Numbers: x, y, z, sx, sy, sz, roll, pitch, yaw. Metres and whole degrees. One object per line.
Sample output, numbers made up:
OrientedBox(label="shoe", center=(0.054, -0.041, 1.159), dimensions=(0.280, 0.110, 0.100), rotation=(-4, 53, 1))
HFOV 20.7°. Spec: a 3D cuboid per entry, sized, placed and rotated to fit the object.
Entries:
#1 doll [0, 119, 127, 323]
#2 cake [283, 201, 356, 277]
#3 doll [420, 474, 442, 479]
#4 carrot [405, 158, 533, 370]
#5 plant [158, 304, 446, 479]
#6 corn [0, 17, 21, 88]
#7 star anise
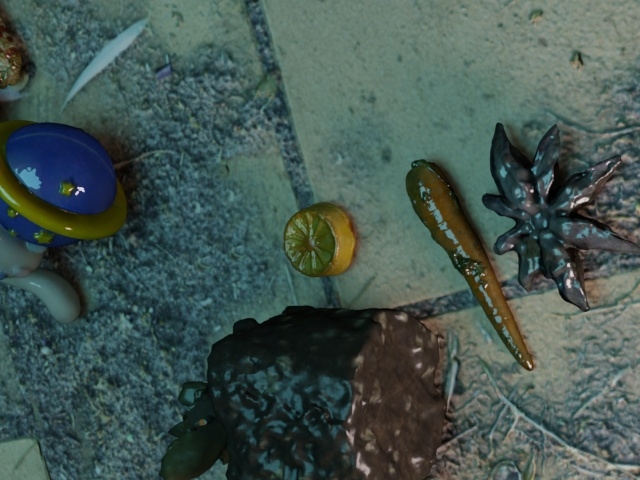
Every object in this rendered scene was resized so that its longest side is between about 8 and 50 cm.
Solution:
OrientedBox(label="doll", center=(-0.378, -0.063, 2.083), dimensions=(0.242, 0.311, 0.160), rotation=(-45, 28, 47))
OrientedBox(label="cake", center=(0.000, 0.000, 1.941), dimensions=(0.084, 0.044, 0.084), rotation=(6, 100, 34))
OrientedBox(label="doll", center=(0.106, 0.379, 1.890), dimensions=(0.237, 0.111, 0.252), rotation=(3, 90, 32))
OrientedBox(label="carrot", center=(0.159, 0.026, 1.845), dimensions=(0.049, 0.049, 0.254), rotation=(-33, 83, 33))
OrientedBox(label="plant", center=(-0.037, 0.178, 1.893), dimensions=(0.312, 0.215, 0.213), rotation=(0, 100, 37))
OrientedBox(label="corn", center=(-0.444, -0.291, 2.180), dimensions=(0.079, 0.079, 0.237), rotation=(-42, 79, 31))
OrientedBox(label="star anise", center=(0.235, -0.026, 1.770), dimensions=(0.180, 0.061, 0.205), rotation=(-8, 92, 34))
